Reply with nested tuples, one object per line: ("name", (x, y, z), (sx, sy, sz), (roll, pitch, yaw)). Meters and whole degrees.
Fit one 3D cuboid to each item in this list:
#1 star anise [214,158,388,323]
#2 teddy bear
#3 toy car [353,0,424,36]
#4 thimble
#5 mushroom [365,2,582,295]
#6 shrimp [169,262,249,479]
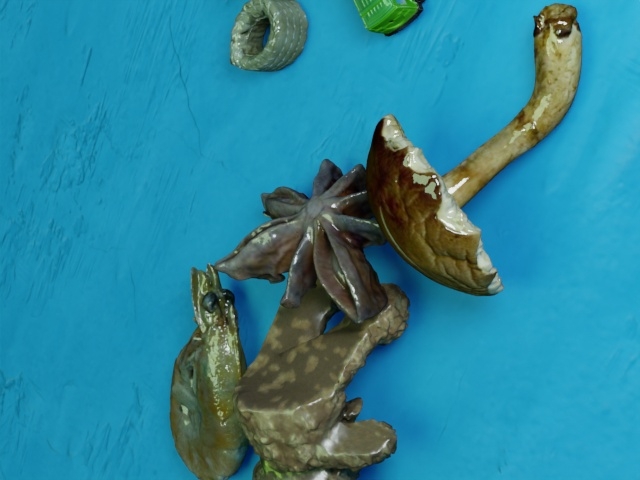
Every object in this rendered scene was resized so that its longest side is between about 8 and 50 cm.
("star anise", (-0.003, -0.001, 1.636), (0.257, 0.110, 0.198), (8, 63, 43))
("teddy bear", (0.014, 0.206, 1.670), (0.246, 0.222, 0.296), (19, 65, 46))
("toy car", (0.059, -0.325, 1.600), (0.071, 0.062, 0.165), (-33, 76, 40))
("thimble", (-0.069, -0.261, 1.730), (0.110, 0.062, 0.084), (-41, 67, 37))
("mushroom", (0.181, -0.073, 1.458), (0.301, 0.208, 0.233), (-31, 103, 35))
("shrimp", (-0.161, 0.182, 1.863), (0.168, 0.077, 0.317), (10, 105, 44))
